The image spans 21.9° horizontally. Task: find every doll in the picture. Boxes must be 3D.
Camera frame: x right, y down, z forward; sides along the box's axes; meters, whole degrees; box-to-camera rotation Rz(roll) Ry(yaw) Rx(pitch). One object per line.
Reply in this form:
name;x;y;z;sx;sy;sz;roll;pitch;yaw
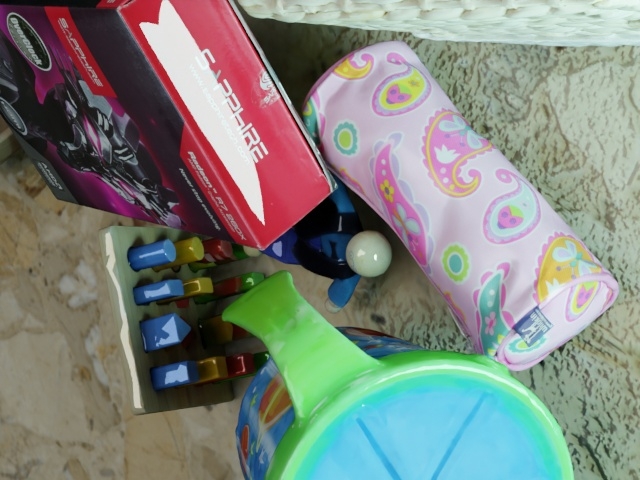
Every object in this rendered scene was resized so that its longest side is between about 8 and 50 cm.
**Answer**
doll;0.000;0.000;1.385;0.189;0.046;0.129;14;115;55

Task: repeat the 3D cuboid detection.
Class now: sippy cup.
sippy cup;0.041;0.171;1.259;0.224;0.240;0.305;-145;55;-69

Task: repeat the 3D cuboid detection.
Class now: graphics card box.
graphics card box;-0.168;-0.128;1.390;0.371;0.094;0.232;15;141;54

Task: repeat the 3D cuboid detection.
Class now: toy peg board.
toy peg board;-0.106;0.061;1.443;0.079;0.161;0.161;-15;82;23

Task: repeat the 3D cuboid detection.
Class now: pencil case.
pencil case;0.102;-0.025;1.281;0.284;0.124;0.124;52;122;24

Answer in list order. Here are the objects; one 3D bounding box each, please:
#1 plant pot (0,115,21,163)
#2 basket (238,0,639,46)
plant pot;-0.371;-0.136;1.645;0.237;0.237;0.109;47;161;28
basket;0.136;-0.304;1.150;0.331;0.266;0.328;6;97;41
